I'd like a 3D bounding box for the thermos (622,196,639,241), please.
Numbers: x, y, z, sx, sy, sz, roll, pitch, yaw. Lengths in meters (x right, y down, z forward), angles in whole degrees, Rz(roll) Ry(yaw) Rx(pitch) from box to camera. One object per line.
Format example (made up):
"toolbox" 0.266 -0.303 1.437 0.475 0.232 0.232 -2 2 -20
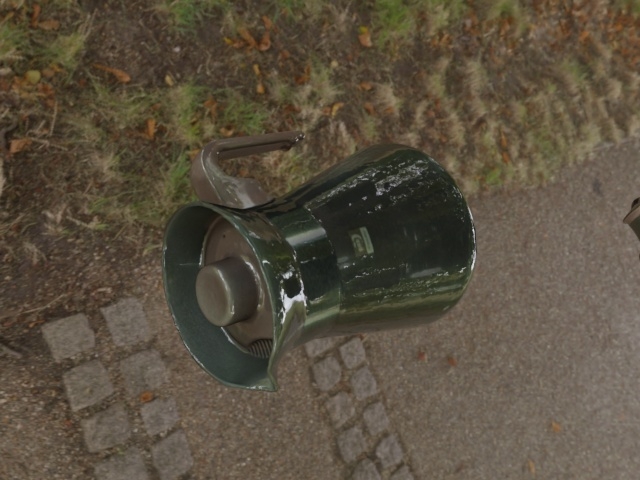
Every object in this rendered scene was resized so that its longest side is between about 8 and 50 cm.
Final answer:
"thermos" 0.393 0.026 0.571 0.193 0.105 0.137 62 15 22

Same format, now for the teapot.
"teapot" 0.000 0.000 0.690 0.344 0.253 0.300 -16 73 -44

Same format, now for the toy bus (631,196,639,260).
"toy bus" 0.783 -0.016 1.120 0.194 0.232 0.287 -30 117 -9
